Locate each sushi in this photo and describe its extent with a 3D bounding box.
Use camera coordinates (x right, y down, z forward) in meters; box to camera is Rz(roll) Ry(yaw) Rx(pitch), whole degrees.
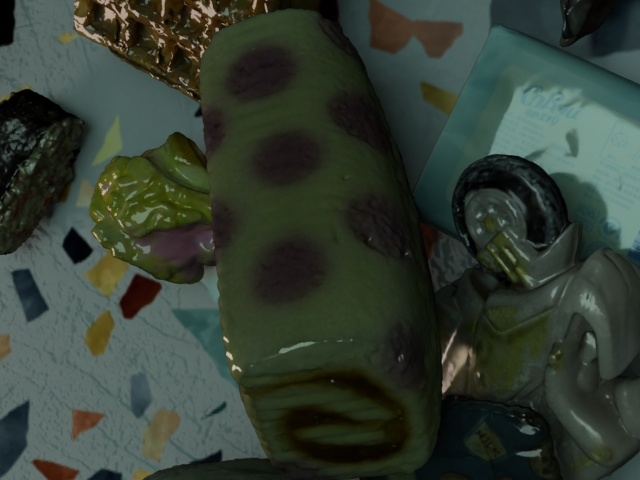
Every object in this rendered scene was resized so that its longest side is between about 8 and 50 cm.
[{"bbox_3d":[-0.285,-0.063,1.342,0.078,0.090,0.150,32,98,15],"label":"sushi"}]

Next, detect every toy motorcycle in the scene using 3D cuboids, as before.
[{"bbox_3d":[0.171,0.112,1.098,0.223,0.108,0.341,29,126,29],"label":"toy motorcycle"}]

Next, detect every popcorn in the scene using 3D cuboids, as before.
[{"bbox_3d":[-0.129,-0.027,1.258,0.145,0.126,0.126,7,70,7],"label":"popcorn"}]

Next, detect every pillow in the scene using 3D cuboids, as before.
[{"bbox_3d":[0.124,0.232,1.113,0.189,0.034,0.256,-2,117,40],"label":"pillow"}]

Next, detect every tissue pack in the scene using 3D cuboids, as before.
[{"bbox_3d":[0.223,-0.040,1.140,0.263,0.089,0.177,28,98,23],"label":"tissue pack"}]

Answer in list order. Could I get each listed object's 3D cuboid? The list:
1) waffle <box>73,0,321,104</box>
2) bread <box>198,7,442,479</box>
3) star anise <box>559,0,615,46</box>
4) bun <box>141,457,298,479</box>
[{"bbox_3d":[-0.098,-0.263,1.182,0.212,0.091,0.308,29,136,17],"label":"waffle"},{"bbox_3d":[0.000,0.000,1.086,0.155,0.187,0.338,-11,49,4],"label":"bread"},{"bbox_3d":[0.221,-0.263,1.141,0.229,0.093,0.236,-27,73,21],"label":"star anise"},{"bbox_3d":[-0.021,0.310,1.111,0.211,0.362,0.362,-41,71,-20],"label":"bun"}]
